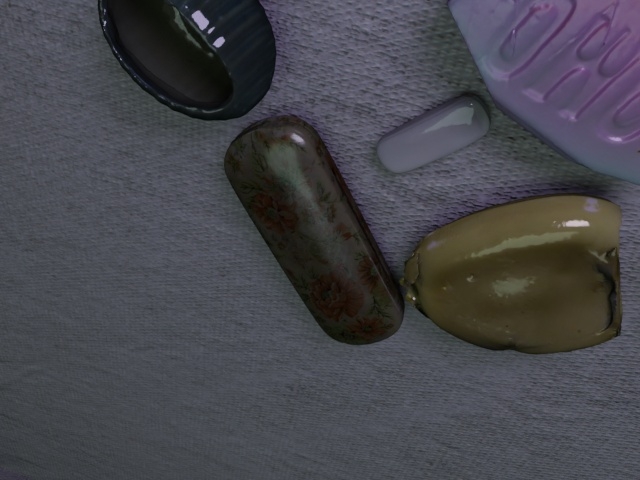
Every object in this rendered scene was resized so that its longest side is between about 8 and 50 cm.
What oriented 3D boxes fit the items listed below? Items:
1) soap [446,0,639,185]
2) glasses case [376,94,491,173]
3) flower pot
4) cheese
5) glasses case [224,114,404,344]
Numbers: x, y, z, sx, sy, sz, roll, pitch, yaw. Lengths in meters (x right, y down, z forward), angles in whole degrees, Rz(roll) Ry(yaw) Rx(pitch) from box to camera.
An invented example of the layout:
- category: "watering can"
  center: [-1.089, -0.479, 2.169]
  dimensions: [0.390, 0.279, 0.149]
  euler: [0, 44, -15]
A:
- category: "soap"
  center: [0.294, -0.208, 0.643]
  dimensions: [0.323, 0.109, 0.193]
  euler: [34, 131, -8]
- category: "glasses case"
  center: [0.152, -0.143, 0.790]
  dimensions: [0.164, 0.041, 0.063]
  euler: [-24, 116, 33]
- category: "flower pot"
  center: [-0.166, -0.267, 0.740]
  dimensions: [0.243, 0.157, 0.189]
  euler: [44, 130, -16]
- category: "cheese"
  center: [0.275, 0.059, 0.853]
  dimensions: [0.315, 0.128, 0.260]
  euler: [-10, 114, 20]
- category: "glasses case"
  center: [0.000, 0.000, 0.922]
  dimensions: [0.156, 0.098, 0.425]
  euler: [-17, 119, 25]
